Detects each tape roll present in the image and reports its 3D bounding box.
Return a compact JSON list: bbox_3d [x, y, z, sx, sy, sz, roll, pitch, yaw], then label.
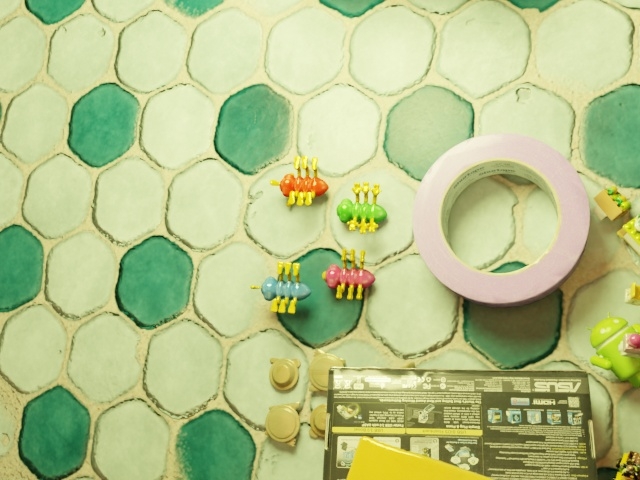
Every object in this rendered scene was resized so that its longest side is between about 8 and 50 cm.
[{"bbox_3d":[0.292,-0.031,1.239,0.274,0.090,0.275,-3,80,17],"label":"tape roll"}]

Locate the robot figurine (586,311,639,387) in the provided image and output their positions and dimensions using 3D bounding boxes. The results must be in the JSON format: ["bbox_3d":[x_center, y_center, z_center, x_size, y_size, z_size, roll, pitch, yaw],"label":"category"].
[{"bbox_3d":[0.460,0.166,1.162,0.101,0.067,0.115,-33,72,-9],"label":"robot figurine"}]

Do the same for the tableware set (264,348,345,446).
[{"bbox_3d":[-0.027,0.271,1.321,0.141,0.020,0.169,0,79,15],"label":"tableware set"}]

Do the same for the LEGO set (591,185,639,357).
[{"bbox_3d":[0.500,0.032,1.130,0.132,0.107,0.287,2,65,-3],"label":"LEGO set"}]

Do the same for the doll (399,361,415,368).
[{"bbox_3d":[0.176,0.292,1.240,0.129,0.046,0.189,-33,72,10],"label":"doll"}]

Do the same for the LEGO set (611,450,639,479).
[{"bbox_3d":[0.560,0.345,0.993,0.331,0.192,0.255,28,52,27],"label":"LEGO set"}]

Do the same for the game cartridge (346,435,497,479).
[{"bbox_3d":[0.161,0.446,1.010,0.323,0.053,0.285,14,69,19],"label":"game cartridge"}]

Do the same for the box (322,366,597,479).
[{"bbox_3d":[0.200,0.350,1.123,0.394,0.097,0.318,-1,63,9],"label":"box"}]

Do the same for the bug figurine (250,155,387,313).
[{"bbox_3d":[0.000,0.000,1.332,0.216,0.072,0.279,8,78,12],"label":"bug figurine"}]
